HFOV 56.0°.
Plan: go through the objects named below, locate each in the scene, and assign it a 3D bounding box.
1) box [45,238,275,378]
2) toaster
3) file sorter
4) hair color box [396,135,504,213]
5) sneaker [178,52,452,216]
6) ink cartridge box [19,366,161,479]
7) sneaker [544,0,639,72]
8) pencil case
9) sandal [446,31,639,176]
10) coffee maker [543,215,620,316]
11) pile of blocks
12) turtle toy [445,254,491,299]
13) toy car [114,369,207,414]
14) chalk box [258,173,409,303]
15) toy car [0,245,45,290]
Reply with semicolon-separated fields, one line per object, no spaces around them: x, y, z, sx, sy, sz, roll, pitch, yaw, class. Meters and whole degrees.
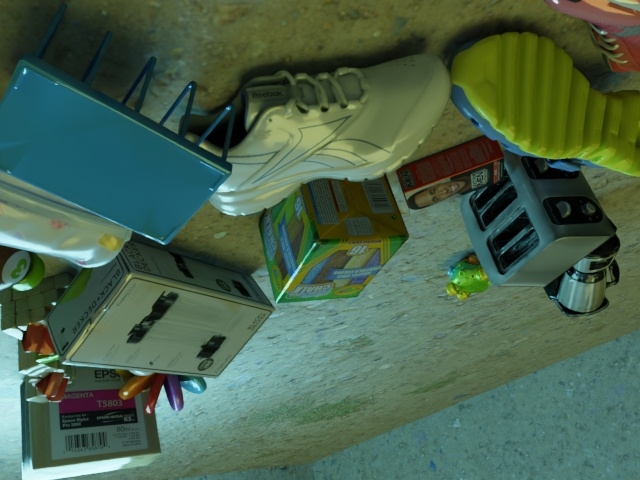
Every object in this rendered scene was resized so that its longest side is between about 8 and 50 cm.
-0.225;0.108;0.893;0.169;0.087;0.289;-51;144;14;box
0.308;-0.031;0.895;0.110;0.168;0.186;1;148;-24;toaster
-0.174;-0.098;0.517;0.170;0.105;0.118;27;133;-28;file sorter
0.182;-0.091;0.842;0.141;0.043;0.072;-20;154;9;hair color box
-0.009;-0.120;0.622;0.296;0.111;0.129;-22;147;10;sneaker
-0.442;0.342;1.159;0.234;0.193;0.088;5;144;-37;ink cartridge box
0.320;-0.217;0.600;0.313;0.116;0.136;-3;152;-25;sneaker
-0.309;-0.054;0.566;0.124;0.114;0.273;-6;162;33;pencil case
0.263;-0.145;0.713;0.317;0.126;0.138;16;179;-30;sandal
0.476;0.030;1.142;0.120;0.171;0.178;-31;136;-19;coffee maker
-0.412;0.186;0.969;0.148;0.113;0.362;-5;152;-20;pile of blocks
0.300;0.069;1.186;0.095;0.066;0.130;-30;150;26;turtle toy
-0.295;0.259;1.144;0.181;0.136;0.159;-4;151;-22;toy car
0.000;0.000;0.819;0.131;0.133;0.213;-2;149;-26;chalk box
-0.404;0.076;0.680;0.148;0.189;0.155;-13;153;-5;toy car
